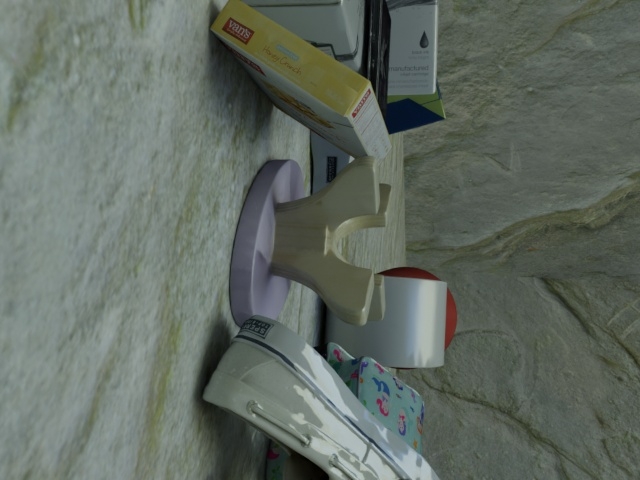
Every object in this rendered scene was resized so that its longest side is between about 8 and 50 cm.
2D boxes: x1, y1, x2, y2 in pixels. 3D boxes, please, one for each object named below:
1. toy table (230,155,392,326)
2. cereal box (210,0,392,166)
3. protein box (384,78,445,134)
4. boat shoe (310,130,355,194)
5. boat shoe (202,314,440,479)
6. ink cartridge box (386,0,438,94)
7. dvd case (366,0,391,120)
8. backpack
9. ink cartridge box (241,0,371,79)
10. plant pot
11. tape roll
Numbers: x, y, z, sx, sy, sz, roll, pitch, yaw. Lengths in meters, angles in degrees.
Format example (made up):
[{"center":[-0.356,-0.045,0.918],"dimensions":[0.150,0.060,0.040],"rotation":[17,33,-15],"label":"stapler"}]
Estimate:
[{"center":[0.000,0.000,0.782],"dimensions":[0.252,0.161,0.274],"rotation":[78,19,-49],"label":"toy table"},{"center":[-0.009,-0.165,0.693],"dimensions":[0.047,0.173,0.240],"rotation":[-55,166,2],"label":"cereal box"},{"center":[0.184,-0.326,1.436],"dimensions":[0.201,0.200,0.135],"rotation":[-46,121,-73],"label":"protein box"},{"center":[0.027,-0.160,1.086],"dimensions":[0.084,0.095,0.257],"rotation":[-58,159,-75],"label":"boat shoe"},{"center":[0.004,0.258,0.676],"dimensions":[0.367,0.136,0.156],"rotation":[51,60,-26],"label":"boat shoe"},{"center":[0.112,-0.416,1.120],"dimensions":[0.117,0.208,0.282],"rotation":[-61,151,-68],"label":"ink cartridge box"},{"center":[0.087,-0.263,0.897],"dimensions":[0.221,0.018,0.164],"rotation":[-44,137,-77],"label":"dvd case"},{"center":[0.039,0.306,0.913],"dimensions":[0.225,0.191,0.253],"rotation":[42,49,-32],"label":"backpack"},{"center":[0.001,-0.331,0.808],"dimensions":[0.289,0.122,0.211],"rotation":[44,49,-75],"label":"ink cartridge box"},{"center":[0.177,0.186,1.473],"dimensions":[0.243,0.275,0.274],"rotation":[19,73,-68],"label":"plant pot"},{"center":[0.131,0.160,1.232],"dimensions":[0.246,0.246,0.169],"rotation":[27,67,-77],"label":"tape roll"}]
